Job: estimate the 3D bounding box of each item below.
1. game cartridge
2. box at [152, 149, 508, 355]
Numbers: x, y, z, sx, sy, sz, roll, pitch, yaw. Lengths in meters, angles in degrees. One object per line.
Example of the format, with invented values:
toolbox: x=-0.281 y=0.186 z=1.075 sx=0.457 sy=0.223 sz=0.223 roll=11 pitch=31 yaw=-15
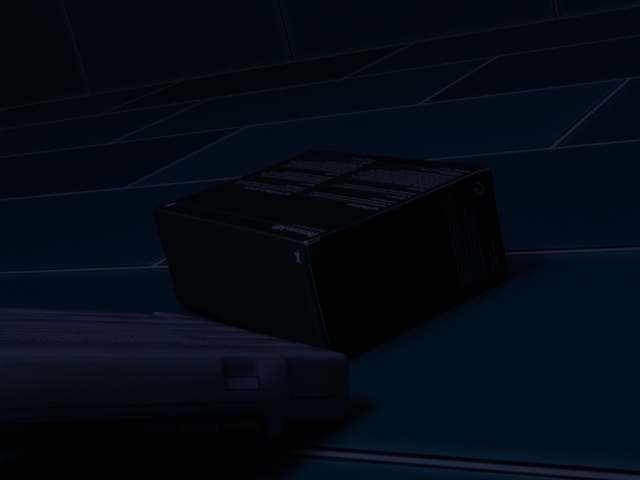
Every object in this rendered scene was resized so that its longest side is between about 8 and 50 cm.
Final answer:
game cartridge: x=-0.183 y=0.079 z=0.666 sx=0.355 sy=0.068 sz=0.230 roll=5 pitch=5 yaw=-39
box: x=0.000 y=0.000 z=0.921 sx=0.184 sy=0.103 sz=0.261 roll=-20 pitch=17 yaw=-29
